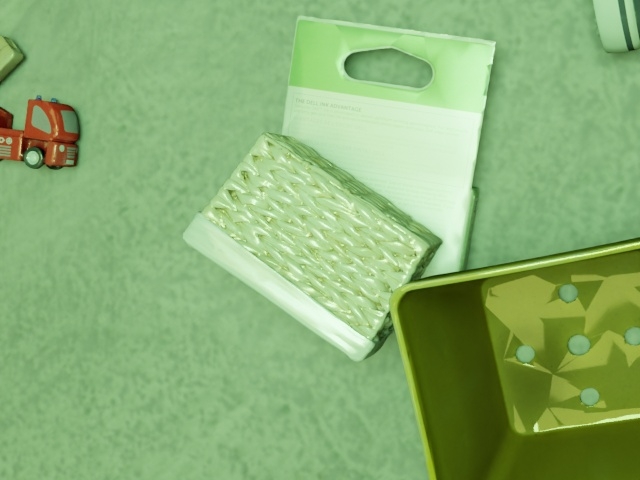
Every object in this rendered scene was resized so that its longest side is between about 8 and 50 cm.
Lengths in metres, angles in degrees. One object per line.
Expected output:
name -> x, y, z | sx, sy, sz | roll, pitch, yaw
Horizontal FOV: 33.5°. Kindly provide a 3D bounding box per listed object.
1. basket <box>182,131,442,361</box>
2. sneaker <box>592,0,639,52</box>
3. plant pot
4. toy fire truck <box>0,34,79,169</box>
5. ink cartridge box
basket -> 0.000, 0.000, 0.814 | 0.167, 0.113, 0.103 | 34, 99, 9
sneaker -> 0.260, -0.301, 0.774 | 0.127, 0.126, 0.321 | 1, 93, 20
plant pot -> 0.188, 0.100, 0.782 | 0.212, 0.187, 0.212 | -12, 96, 15
toy fire truck -> -0.309, -0.140, 0.975 | 0.192, 0.047, 0.135 | 8, 94, 13
ink cartridge box -> 0.047, -0.056, 0.883 | 0.171, 0.056, 0.235 | 10, 95, 14
